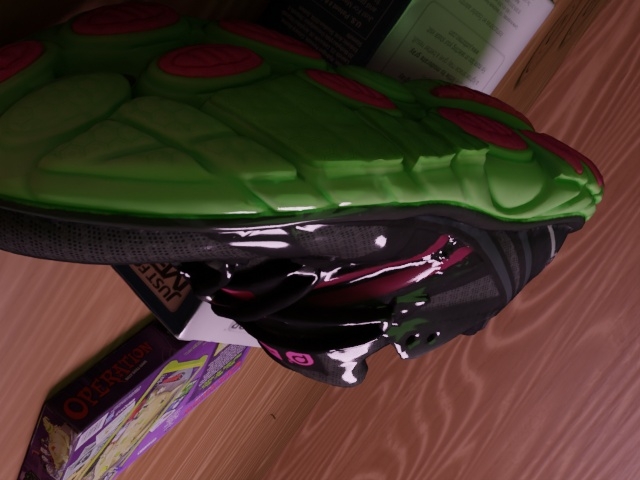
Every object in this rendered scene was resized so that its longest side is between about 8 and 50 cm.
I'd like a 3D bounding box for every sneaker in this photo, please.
[{"bbox_3d":[0.000,0.000,0.627,0.482,0.185,0.202,6,116,-47],"label":"sneaker"}]

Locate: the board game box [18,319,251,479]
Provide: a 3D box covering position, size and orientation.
[{"bbox_3d":[-0.165,0.146,1.098,0.347,0.056,0.208,-39,159,-48],"label":"board game box"}]

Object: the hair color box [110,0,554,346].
[{"bbox_3d":[0.008,-0.084,0.812,0.347,0.105,0.174,-55,149,11],"label":"hair color box"}]
